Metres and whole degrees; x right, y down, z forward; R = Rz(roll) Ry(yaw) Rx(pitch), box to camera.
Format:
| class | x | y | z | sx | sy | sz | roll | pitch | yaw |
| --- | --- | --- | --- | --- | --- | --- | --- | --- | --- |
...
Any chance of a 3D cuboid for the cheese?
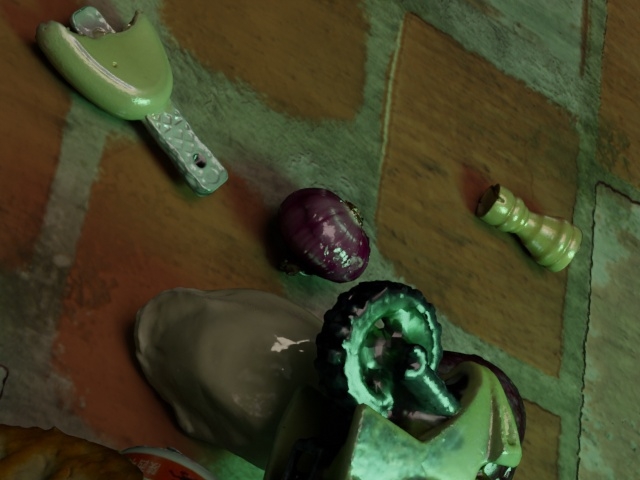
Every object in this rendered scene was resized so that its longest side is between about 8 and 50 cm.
| class | x | y | z | sx | sy | sz | roll | pitch | yaw |
| --- | --- | --- | --- | --- | --- | --- | --- | --- | --- |
| cheese | -0.179 | -0.144 | 1.602 | 0.235 | 0.050 | 0.127 | 53 | 46 | -3 |

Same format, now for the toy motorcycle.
| class | x | y | z | sx | sy | sz | roll | pitch | yaw |
| --- | --- | --- | --- | --- | --- | --- | --- | --- | --- |
| toy motorcycle | 0.045 | 0.248 | 1.391 | 0.237 | 0.169 | 0.410 | 24 | 84 | -31 |

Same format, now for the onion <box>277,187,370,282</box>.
| class | x | y | z | sx | sy | sz | roll | pitch | yaw |
| --- | --- | --- | --- | --- | --- | --- | --- | --- | --- |
| onion | 0.000 | 0.000 | 1.652 | 0.104 | 0.115 | 0.115 | -43 | 101 | 2 |

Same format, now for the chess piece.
| class | x | y | z | sx | sy | sz | roll | pitch | yaw |
| --- | --- | --- | --- | --- | --- | --- | --- | --- | --- |
| chess piece | 0.246 | -0.019 | 1.877 | 0.122 | 0.066 | 0.066 | 32 | 52 | -15 |

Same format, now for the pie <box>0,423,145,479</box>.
| class | x | y | z | sx | sy | sz | roll | pitch | yaw |
| --- | --- | --- | --- | --- | --- | --- | --- | --- | --- |
| pie | -0.267 | 0.248 | 1.205 | 0.315 | 0.315 | 0.092 | -40 | 134 | -43 |

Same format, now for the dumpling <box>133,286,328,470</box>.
| class | x | y | z | sx | sy | sz | roll | pitch | yaw |
| --- | --- | --- | --- | --- | --- | --- | --- | --- | --- |
| dumpling | -0.064 | 0.129 | 1.495 | 0.250 | 0.132 | 0.162 | 21 | 90 | -4 |

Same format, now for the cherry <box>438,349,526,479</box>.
| class | x | y | z | sx | sy | sz | roll | pitch | yaw |
| --- | --- | --- | --- | --- | --- | --- | --- | --- | --- |
| cherry | 0.108 | 0.199 | 1.580 | 0.195 | 0.195 | 0.195 | 18 | 59 | -31 |

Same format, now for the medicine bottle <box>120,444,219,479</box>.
| class | x | y | z | sx | sy | sz | roll | pitch | yaw |
| --- | --- | --- | --- | --- | --- | --- | --- | --- | --- |
| medicine bottle | -0.168 | 0.296 | 1.333 | 0.139 | 0.139 | 0.225 | 43 | 49 | -14 |
